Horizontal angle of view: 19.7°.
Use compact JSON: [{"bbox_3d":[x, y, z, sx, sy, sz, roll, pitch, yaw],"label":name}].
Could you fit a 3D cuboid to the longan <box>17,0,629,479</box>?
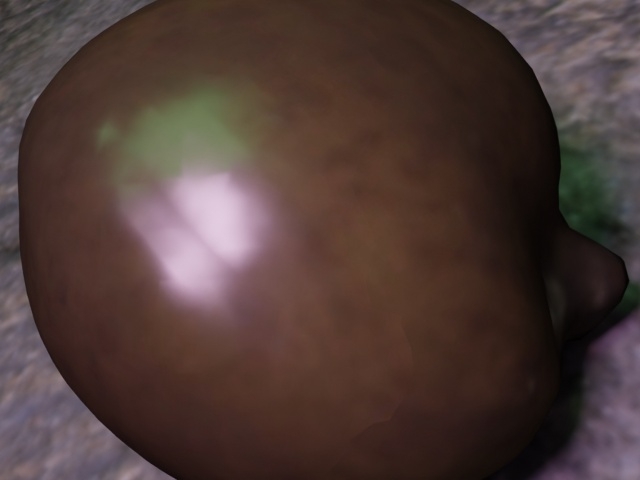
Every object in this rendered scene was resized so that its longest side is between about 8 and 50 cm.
[{"bbox_3d":[0.000,0.000,0.878,0.300,0.300,0.243,-61,1,-42],"label":"longan"}]
